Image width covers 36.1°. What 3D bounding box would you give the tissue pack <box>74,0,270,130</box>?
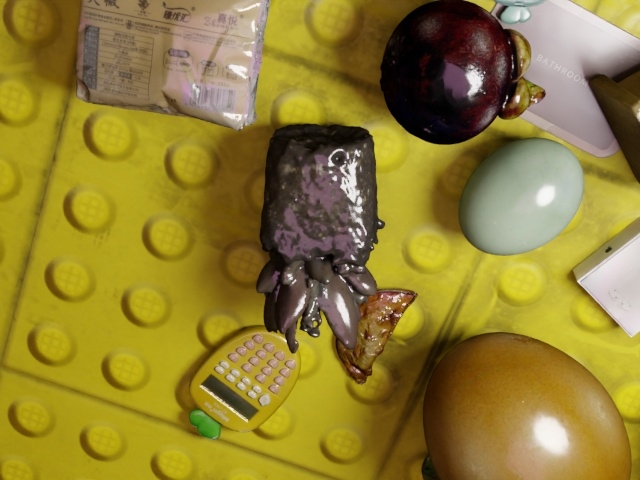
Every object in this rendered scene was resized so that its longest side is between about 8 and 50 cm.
[{"bbox_3d":[-0.207,-0.271,1.357,0.257,0.123,0.214,9,111,0],"label":"tissue pack"}]

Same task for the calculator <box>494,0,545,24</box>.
[{"bbox_3d":[0.272,-0.369,1.328,0.095,0.021,0.152,4,108,3],"label":"calculator"}]

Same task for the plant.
[{"bbox_3d":[0.000,0.000,1.416,0.182,0.194,0.320,1,110,8],"label":"plant"}]

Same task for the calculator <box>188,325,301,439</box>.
[{"bbox_3d":[-0.130,0.236,1.612,0.146,0.032,0.235,40,109,-11],"label":"calculator"}]

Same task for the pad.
[{"bbox_3d":[0.344,-0.240,1.389,0.266,0.002,0.176,26,112,-7],"label":"pad"}]

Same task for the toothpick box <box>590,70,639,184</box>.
[{"bbox_3d":[0.555,-0.194,1.300,0.308,0.190,0.187,-29,108,10],"label":"toothpick box"}]

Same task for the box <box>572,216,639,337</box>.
[{"bbox_3d":[0.474,0.057,1.477,0.129,0.051,0.130,-41,103,19],"label":"box"}]

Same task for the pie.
[{"bbox_3d":[0.072,0.145,1.558,0.088,0.033,0.191,27,112,-2],"label":"pie"}]

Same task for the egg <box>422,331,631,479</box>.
[{"bbox_3d":[0.306,0.298,1.468,0.283,0.282,0.351,-33,97,16],"label":"egg"}]

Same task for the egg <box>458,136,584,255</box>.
[{"bbox_3d":[0.282,-0.060,1.389,0.149,0.149,0.192,42,108,-12],"label":"egg"}]

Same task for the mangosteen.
[{"bbox_3d":[0.195,-0.224,1.319,0.231,0.194,0.194,-1,114,-16],"label":"mangosteen"}]

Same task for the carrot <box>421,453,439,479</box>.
[{"bbox_3d":[0.292,0.448,1.650,0.298,0.078,0.078,39,110,-15],"label":"carrot"}]
